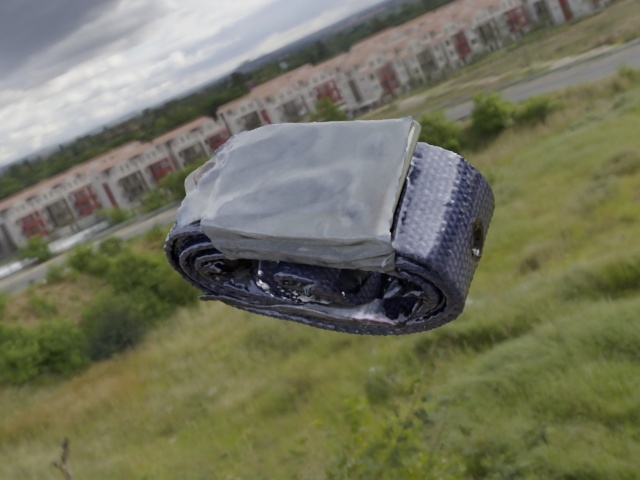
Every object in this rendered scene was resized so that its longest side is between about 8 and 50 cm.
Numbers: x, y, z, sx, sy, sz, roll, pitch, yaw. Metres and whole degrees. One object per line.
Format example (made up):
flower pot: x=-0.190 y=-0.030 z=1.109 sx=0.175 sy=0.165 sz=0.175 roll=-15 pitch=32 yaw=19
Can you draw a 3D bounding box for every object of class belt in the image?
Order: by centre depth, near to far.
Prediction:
belt: x=0.000 y=0.000 z=0.663 sx=0.231 sy=0.139 sz=0.126 roll=5 pitch=54 yaw=28
